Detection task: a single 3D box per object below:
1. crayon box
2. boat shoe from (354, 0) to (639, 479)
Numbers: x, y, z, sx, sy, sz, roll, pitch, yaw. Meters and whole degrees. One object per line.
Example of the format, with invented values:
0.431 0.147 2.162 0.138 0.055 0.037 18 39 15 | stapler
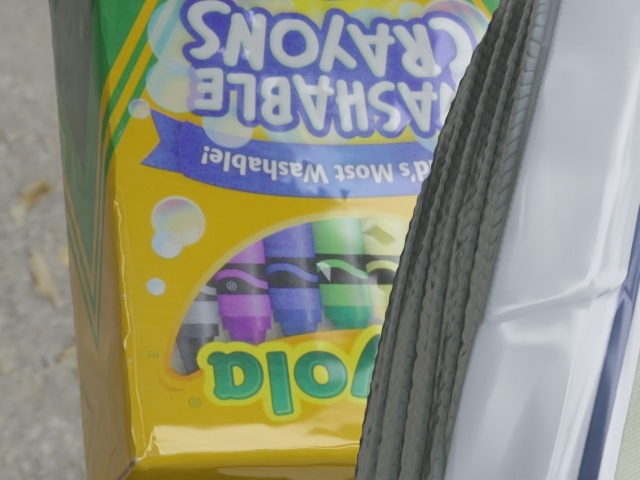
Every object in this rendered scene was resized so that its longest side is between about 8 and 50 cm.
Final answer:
0.000 0.000 0.845 0.203 0.083 0.323 1 67 -20 | crayon box
0.059 0.081 0.452 0.094 0.109 0.302 12 77 -9 | boat shoe
